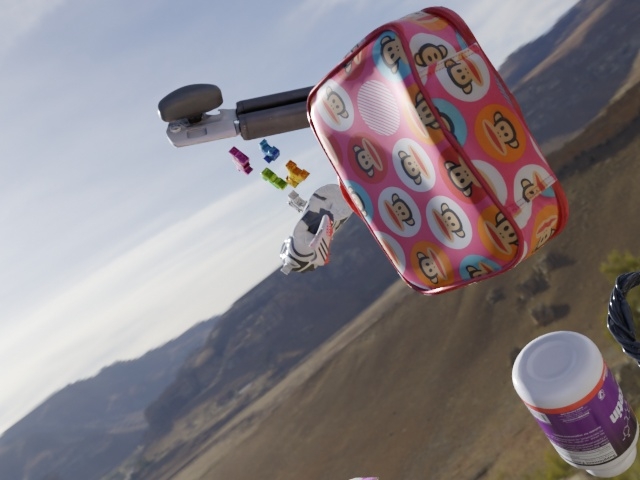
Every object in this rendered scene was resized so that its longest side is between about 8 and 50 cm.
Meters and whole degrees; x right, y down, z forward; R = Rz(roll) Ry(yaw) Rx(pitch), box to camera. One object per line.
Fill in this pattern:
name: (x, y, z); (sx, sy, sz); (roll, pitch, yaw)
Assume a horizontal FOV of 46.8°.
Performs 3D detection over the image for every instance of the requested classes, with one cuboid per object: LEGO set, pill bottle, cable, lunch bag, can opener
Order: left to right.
can opener: (-0.113, -0.213, 1.176); (0.283, 0.076, 0.095); (-13, -43, -4)
LEGO set: (-0.093, -0.146, 1.689); (0.087, 0.227, 0.093); (-49, -12, -16)
lunch bag: (0.110, -0.083, 0.838); (0.120, 0.293, 0.258); (-31, 1, -33)
pill bottle: (0.540, 0.349, 1.533); (0.181, 0.323, 0.181); (-28, 31, 18)
cable: (0.563, 0.130, 1.247); (0.047, 0.184, 0.150); (22, -63, -46)

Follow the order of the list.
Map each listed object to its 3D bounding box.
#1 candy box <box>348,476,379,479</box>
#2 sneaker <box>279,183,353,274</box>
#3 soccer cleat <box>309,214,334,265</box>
candy box: (0.053, 0.562, 1.328); (0.159, 0.233, 0.071); (-5, -12, -40)
sneaker: (-0.017, -0.013, 1.572); (0.153, 0.094, 0.235); (-52, 8, 45)
soccer cleat: (0.000, 0.000, 1.185); (0.035, 0.083, 0.029); (1, 14, -21)
